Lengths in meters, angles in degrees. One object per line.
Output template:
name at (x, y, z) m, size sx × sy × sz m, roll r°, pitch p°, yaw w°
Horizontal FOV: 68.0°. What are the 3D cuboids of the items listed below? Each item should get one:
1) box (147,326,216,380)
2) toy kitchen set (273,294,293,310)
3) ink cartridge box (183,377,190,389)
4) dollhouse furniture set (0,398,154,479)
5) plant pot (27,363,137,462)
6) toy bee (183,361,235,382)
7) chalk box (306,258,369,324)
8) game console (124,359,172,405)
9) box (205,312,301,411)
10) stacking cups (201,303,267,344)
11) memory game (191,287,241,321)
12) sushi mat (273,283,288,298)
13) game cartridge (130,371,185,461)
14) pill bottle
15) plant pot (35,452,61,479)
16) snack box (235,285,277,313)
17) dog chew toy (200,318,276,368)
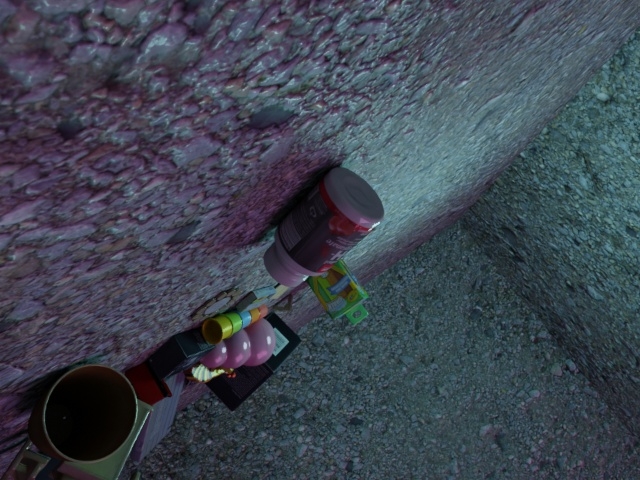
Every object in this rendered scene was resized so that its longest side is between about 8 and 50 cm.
box at (-0.480, 0.390, 1.649) m, size 0.156 × 0.093 × 0.158 m, roll -40°, pitch 165°, yaw 21°
toy kitchen set at (-0.173, 0.297, 2.244) m, size 0.083 × 0.075 × 0.068 m, roll 3°, pitch 166°, yaw 8°
ink cartridge box at (-0.578, 0.624, 2.308) m, size 0.165 × 0.065 × 0.332 m, roll -26°, pitch 163°, yaw -34°
dollhouse furniture set at (-0.735, 0.676, 1.511) m, size 0.394 × 0.362 × 0.256 m, roll -44°, pitch -161°, yaw 35°
plant pot at (-0.661, 0.472, 1.254) m, size 0.254 × 0.237 × 0.237 m, roll -26°, pitch 174°, yaw 33°
toy bee at (-0.419, 0.523, 1.989) m, size 0.298 × 0.162 × 0.195 m, roll -27°, pitch -169°, yaw -30°
chalk box at (0.098, 0.247, 2.174) m, size 0.180 × 0.289 × 0.179 m, roll -38°, pitch 167°, yaw 8°
game console at (-0.586, 0.492, 1.623) m, size 0.085 × 0.144 × 0.124 m, roll -31°, pitch 167°, yaw -16°
box at (-0.329, 0.591, 2.325) m, size 0.395 × 0.212 × 0.293 m, roll -48°, pitch 175°, yaw 30°
stacking cups at (-0.299, 0.295, 1.772) m, size 0.096 × 0.096 × 0.316 m, roll -42°, pitch 166°, yaw 27°
memory game at (-0.338, 0.209, 1.544) m, size 0.186 × 0.012 × 0.186 m, roll -33°, pitch 167°, yaw -9°
sushi mat at (-0.094, 0.143, 1.923) m, size 0.317 × 0.019 × 0.151 m, roll -39°, pitch 166°, yaw 14°
game cartridge at (-0.642, 0.669, 1.886) m, size 0.230 × 0.068 × 0.354 m, roll -26°, pitch 137°, yaw -69°
pill bottle at (-0.005, -0.020, 1.204) m, size 0.318 × 0.176 × 0.176 m, roll -44°, pitch 165°, yaw 32°
plant pot at (-1.005, 0.901, 1.897) m, size 0.290 × 0.195 × 0.290 m, roll -34°, pitch 167°, yaw -9°
snack box at (-0.239, 0.220, 1.777) m, size 0.100 × 0.037 × 0.141 m, roll -40°, pitch 167°, yaw 23°
dog chew toy at (-0.339, 0.413, 1.877) m, size 0.332 × 0.206 × 0.206 m, roll -5°, pitch 149°, yaw -45°
